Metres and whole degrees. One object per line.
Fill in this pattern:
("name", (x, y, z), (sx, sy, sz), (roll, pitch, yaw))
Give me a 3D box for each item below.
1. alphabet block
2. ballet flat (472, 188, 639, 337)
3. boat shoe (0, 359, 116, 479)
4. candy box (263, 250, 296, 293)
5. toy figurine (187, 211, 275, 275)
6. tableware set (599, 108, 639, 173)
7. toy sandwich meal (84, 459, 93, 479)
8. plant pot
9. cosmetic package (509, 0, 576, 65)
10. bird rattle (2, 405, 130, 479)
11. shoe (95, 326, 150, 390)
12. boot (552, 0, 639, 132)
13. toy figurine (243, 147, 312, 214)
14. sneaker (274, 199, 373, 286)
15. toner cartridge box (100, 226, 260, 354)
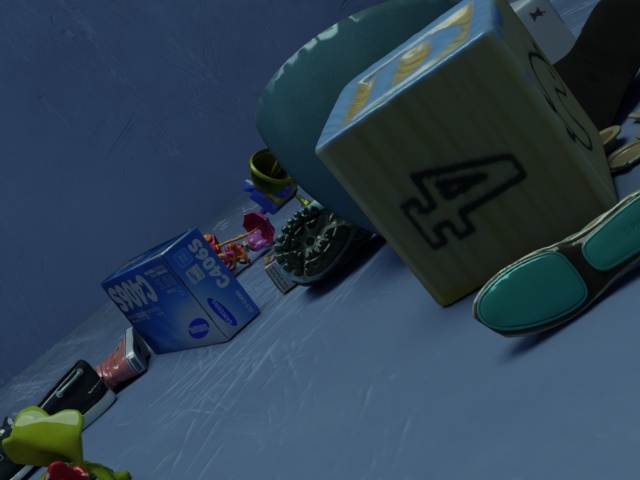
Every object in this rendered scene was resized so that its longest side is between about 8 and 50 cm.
("alphabet block", (0.138, -0.093, 0.874), (0.193, 0.197, 0.192), (-32, 18, 26))
("ballet flat", (0.191, 0.022, 0.673), (0.168, 0.057, 0.052), (-31, -18, 10))
("boat shoe", (-0.471, 0.314, 1.472), (0.302, 0.091, 0.114), (-42, 10, -29))
("candy box", (0.000, 0.000, 1.423), (0.187, 0.053, 0.109), (-35, 9, 2))
("toy figurine", (-0.166, 0.008, 1.871), (0.159, 0.130, 0.173), (-28, 31, -2))
("tableware set", (0.324, -0.118, 0.923), (0.169, 0.020, 0.141), (-37, 10, -2))
("toy sandwich meal", (-0.316, 0.305, 1.158), (0.085, 0.029, 0.085), (-46, 10, 11))
("plant pot", (0.093, -0.118, 1.099), (0.290, 0.195, 0.290), (-23, -20, -9))
("cosmetic package", (0.269, -0.239, 1.311), (0.151, 0.151, 0.183), (-37, 8, 1))
("bird rattle", (-0.280, 0.294, 0.935), (0.207, 0.143, 0.253), (-48, 22, 4))
("shoe", (-0.352, 0.210, 1.634), (0.081, 0.063, 0.178), (-32, 13, -3))
("boot", (0.290, -0.150, 1.073), (0.305, 0.112, 0.115), (-46, -19, -21))
("toy figurine", (-0.056, -0.099, 1.830), (0.217, 0.191, 0.362), (-47, 1, 34))
("sneaker", (0.044, -0.049, 1.296), (0.283, 0.110, 0.122), (-44, -15, -12))
("toner cartridge box", (-0.238, 0.091, 1.496), (0.075, 0.165, 0.348), (-43, 11, -27))
